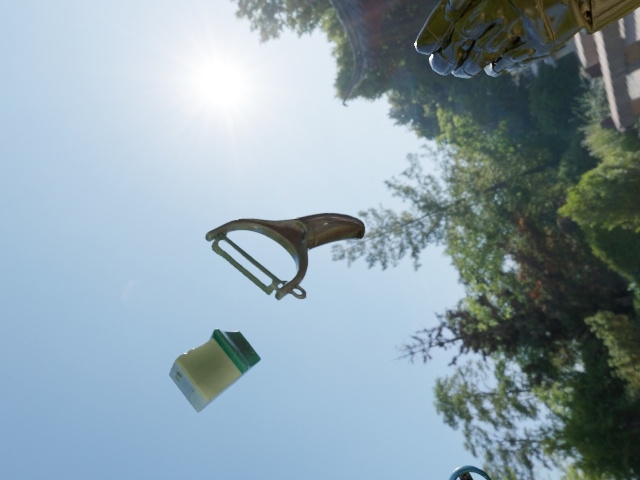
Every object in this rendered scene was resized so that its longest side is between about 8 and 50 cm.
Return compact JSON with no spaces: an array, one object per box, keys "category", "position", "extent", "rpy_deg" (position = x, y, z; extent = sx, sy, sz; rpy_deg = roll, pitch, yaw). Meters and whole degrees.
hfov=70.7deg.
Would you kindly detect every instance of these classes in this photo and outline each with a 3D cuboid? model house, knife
[{"category":"model house","position":[-0.197,0.237,0.867],"extent":[0.149,0.127,0.100],"rpy_deg":[-32,-101,-36]},{"category":"knife","position":[0.001,-0.002,0.555],"extent":[0.123,0.053,0.278],"rpy_deg":[41,-154,18]}]

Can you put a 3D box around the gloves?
[{"category":"gloves","position":[0.283,-0.315,0.581],"extent":[0.154,0.331,0.141],"rpy_deg":[67,-159,-13]}]

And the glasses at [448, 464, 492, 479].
[{"category":"glasses","position":[0.343,0.541,0.830],"extent":[0.207,0.102,0.239],"rpy_deg":[19,-149,-30]}]
